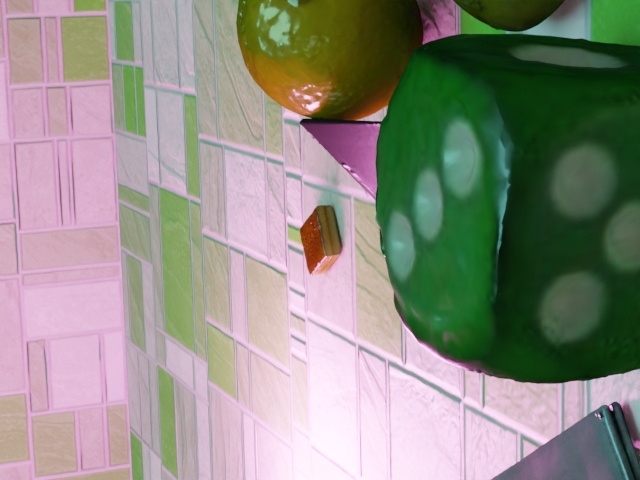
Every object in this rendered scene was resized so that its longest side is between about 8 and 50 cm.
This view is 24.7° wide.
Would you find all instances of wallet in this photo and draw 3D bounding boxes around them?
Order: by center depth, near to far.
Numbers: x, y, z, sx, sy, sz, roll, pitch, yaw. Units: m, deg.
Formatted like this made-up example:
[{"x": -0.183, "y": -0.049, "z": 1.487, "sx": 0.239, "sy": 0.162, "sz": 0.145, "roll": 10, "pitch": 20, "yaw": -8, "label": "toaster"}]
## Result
[{"x": 0.305, "y": 0.349, "z": 1.689, "sx": 0.290, "sy": 0.054, "sz": 0.251, "roll": -49, "pitch": 54, "yaw": 55, "label": "wallet"}]

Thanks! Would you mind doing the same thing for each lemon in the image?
[{"x": 0.014, "y": -0.284, "z": 1.972, "sx": 0.284, "sy": 0.261, "sz": 0.260, "roll": -56, "pitch": -37, "yaw": -81, "label": "lemon"}]

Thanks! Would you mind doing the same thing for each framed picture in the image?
[{"x": 0.121, "y": -0.066, "z": 1.871, "sx": 0.255, "sy": 0.014, "sz": 0.339, "roll": 44, "pitch": 168, "yaw": -19, "label": "framed picture"}]

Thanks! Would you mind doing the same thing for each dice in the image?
[{"x": 0.230, "y": -0.043, "z": 1.465, "sx": 0.297, "sy": 0.287, "sz": 0.300, "roll": -143, "pitch": 52, "yaw": -61, "label": "dice"}]

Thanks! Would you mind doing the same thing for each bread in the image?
[{"x": 0.000, "y": 0.000, "z": 2.389, "sx": 0.094, "sy": 0.035, "sz": 0.090, "roll": 128, "pitch": 133, "yaw": -61, "label": "bread"}]

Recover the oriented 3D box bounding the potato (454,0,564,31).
[{"x": 0.195, "y": -0.347, "z": 1.623, "sx": 0.148, "sy": 0.186, "sz": 0.253, "roll": -66, "pitch": -29, "yaw": -31, "label": "potato"}]
